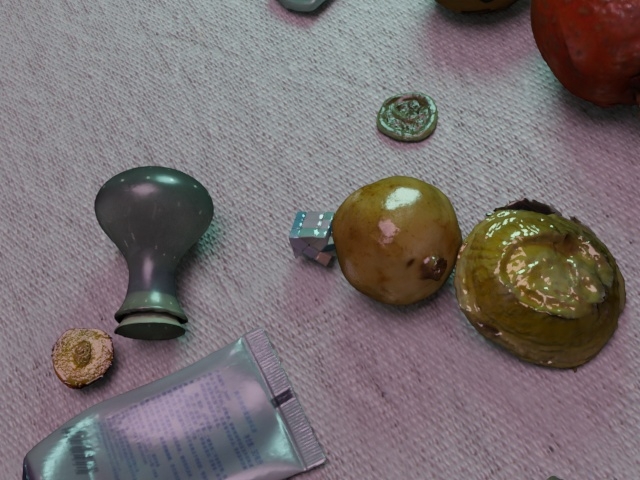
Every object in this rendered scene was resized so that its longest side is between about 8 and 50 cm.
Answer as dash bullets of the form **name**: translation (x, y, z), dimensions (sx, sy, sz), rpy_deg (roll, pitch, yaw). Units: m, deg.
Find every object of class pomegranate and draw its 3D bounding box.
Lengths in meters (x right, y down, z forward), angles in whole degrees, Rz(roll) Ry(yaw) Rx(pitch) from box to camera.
- **pomegranate**: translation (0.116, 0.003, 1.299), dimensions (0.196, 0.196, 0.196), rpy_deg (-7, 59, 11)

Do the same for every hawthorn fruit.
- **hawthorn fruit**: translation (0.451, -0.307, 1.355), dimensions (0.275, 0.276, 0.308), rpy_deg (-7, 77, 11)

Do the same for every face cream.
- **face cream**: translation (-0.229, 0.293, 1.268), dimensions (0.420, 0.137, 0.235), rpy_deg (-24, 56, -9)

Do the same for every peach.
- **peach**: translation (-0.356, 0.180, 1.389), dimensions (0.098, 0.061, 0.098), rpy_deg (1, 76, -3)

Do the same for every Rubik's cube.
- **Rubik's cube**: translation (-0.003, 0.001, 1.397), dimensions (0.084, 0.073, 0.075), rpy_deg (14, 48, 27)

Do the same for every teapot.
- **teapot**: translation (-0.255, 0.020, 1.401), dimensions (0.183, 0.183, 0.251), rpy_deg (-7, 69, 11)

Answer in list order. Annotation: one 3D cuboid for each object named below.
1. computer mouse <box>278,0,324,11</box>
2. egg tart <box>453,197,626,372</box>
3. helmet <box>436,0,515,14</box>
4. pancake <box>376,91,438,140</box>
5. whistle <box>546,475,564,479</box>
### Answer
- **computer mouse**: translation (0.007, -0.517, 1.697), dimensions (0.128, 0.079, 0.231), rpy_deg (38, 91, 33)
- **egg tart**: translation (0.302, 0.054, 1.243), dimensions (0.231, 0.098, 0.252), rpy_deg (-26, 74, -10)
- **helmet**: translation (0.270, -0.464, 1.560), dimensions (0.224, 0.130, 0.199), rpy_deg (5, 65, 6)
- **pancake**: translation (0.142, -0.204, 1.508), dimensions (0.108, 0.017, 0.108), rpy_deg (-6, 56, 9)
- **whistle**: translation (0.379, 0.405, 1.062), dimensions (0.068, 0.057, 0.326), rpy_deg (-42, 59, -11)
